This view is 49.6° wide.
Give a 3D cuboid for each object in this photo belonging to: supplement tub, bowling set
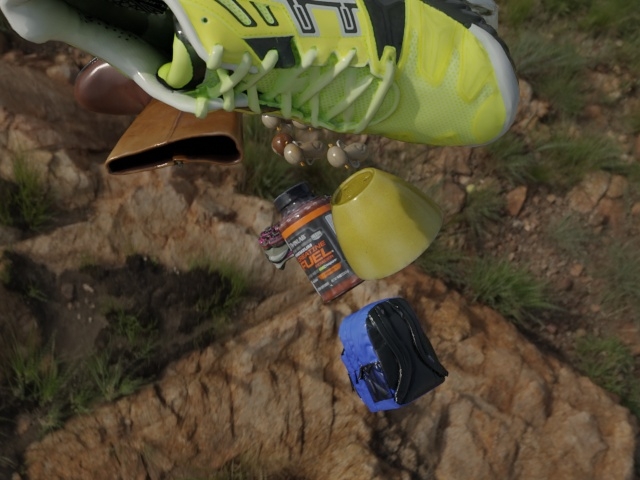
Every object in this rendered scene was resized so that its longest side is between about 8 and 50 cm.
[{"bbox_3d":[0.000,0.000,1.175,0.106,0.106,0.197,-31,84,-24],"label":"supplement tub"},{"bbox_3d":[-0.052,-0.228,1.499,0.287,0.200,0.154,55,35,9],"label":"bowling set"}]

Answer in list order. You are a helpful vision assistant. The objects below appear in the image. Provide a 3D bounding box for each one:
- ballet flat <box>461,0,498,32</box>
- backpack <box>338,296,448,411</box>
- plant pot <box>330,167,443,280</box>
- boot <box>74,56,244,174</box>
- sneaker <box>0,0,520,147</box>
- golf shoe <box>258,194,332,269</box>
[{"bbox_3d":[0.186,-0.288,0.963,0.096,0.095,0.280,23,63,31],"label":"ballet flat"},{"bbox_3d":[0.073,0.135,0.835,0.098,0.101,0.120,-19,85,-44],"label":"backpack"},{"bbox_3d":[0.067,-0.032,0.847,0.095,0.134,0.134,48,58,-23],"label":"plant pot"},{"bbox_3d":[-0.208,-0.149,0.845,0.264,0.096,0.280,-2,38,3],"label":"boot"},{"bbox_3d":[-0.039,-0.134,0.505,0.385,0.145,0.147,17,52,-7],"label":"sneaker"},{"bbox_3d":[-0.027,-0.019,1.326,0.186,0.085,0.067,-33,29,-13],"label":"golf shoe"}]
